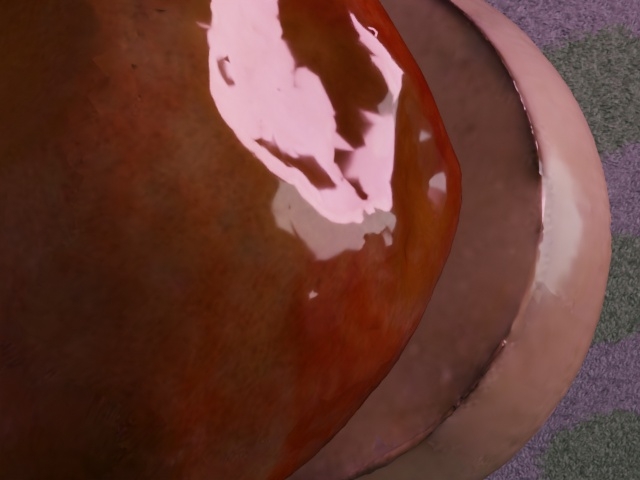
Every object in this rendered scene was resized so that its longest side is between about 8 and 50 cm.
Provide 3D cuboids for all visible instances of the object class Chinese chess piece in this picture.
[{"bbox_3d":[0.000,0.000,0.984,0.140,0.338,0.338,31,46,-65],"label":"Chinese chess piece"}]

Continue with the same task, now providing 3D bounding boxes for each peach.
[{"bbox_3d":[-0.072,0.002,0.536,0.235,0.214,0.214,-69,156,-48],"label":"peach"}]
